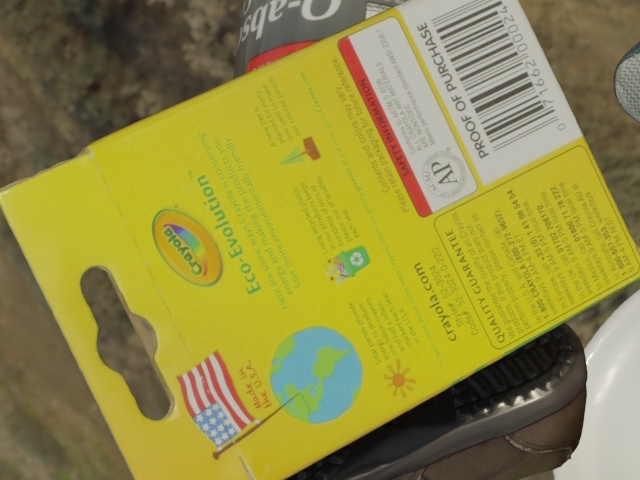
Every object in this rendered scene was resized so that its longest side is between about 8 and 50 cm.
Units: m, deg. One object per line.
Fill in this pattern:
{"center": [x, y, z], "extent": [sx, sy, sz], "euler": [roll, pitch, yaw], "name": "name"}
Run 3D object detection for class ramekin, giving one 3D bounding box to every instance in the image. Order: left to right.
{"center": [0.343, 0.164, 1.383], "extent": [0.135, 0.277, 0.277], "euler": [33, 167, -30], "name": "ramekin"}

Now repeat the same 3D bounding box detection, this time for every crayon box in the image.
{"center": [0.000, 0.000, 0.897], "extent": [0.202, 0.319, 0.081], "euler": [65, 158, -2], "name": "crayon box"}

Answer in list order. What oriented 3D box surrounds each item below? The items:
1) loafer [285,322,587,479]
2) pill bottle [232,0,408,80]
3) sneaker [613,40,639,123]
{"center": [0.040, 0.178, 1.251], "extent": [0.133, 0.366, 0.130], "euler": [-92, -21, -51], "name": "loafer"}
{"center": [0.027, -0.140, 1.459], "extent": [0.210, 0.362, 0.210], "euler": [5, 155, 2], "name": "pill bottle"}
{"center": [0.290, -0.117, 1.189], "extent": [0.283, 0.122, 0.110], "euler": [12, 109, 62], "name": "sneaker"}
